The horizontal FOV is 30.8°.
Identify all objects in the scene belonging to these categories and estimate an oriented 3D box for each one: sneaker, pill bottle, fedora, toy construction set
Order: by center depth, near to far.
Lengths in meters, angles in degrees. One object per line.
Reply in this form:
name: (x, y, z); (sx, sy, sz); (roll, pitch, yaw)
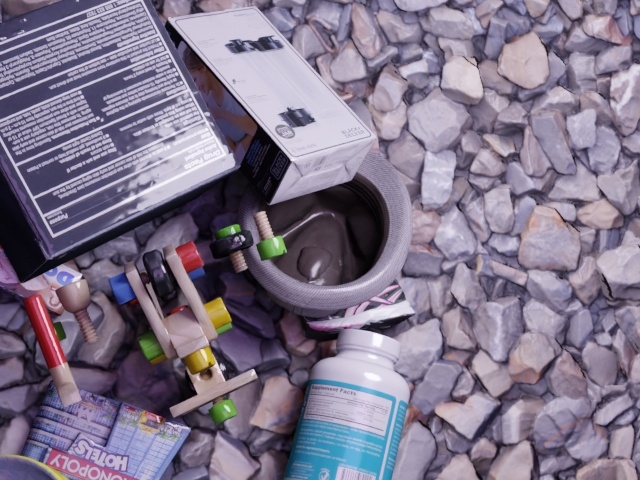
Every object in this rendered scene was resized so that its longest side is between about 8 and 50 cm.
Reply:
toy construction set: (-0.200, 0.139, 1.481); (0.309, 0.257, 0.237); (-19, 87, -32)
pill bottle: (0.040, 0.261, 1.612); (0.146, 0.146, 0.264); (19, 73, -16)
fedora: (0.000, 0.000, 1.642); (0.243, 0.124, 0.275); (12, 55, -2)
sneaker: (0.046, 0.095, 1.699); (0.178, 0.072, 0.077); (-8, 70, -30)

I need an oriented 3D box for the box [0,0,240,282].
box: (-0.318, -0.144, 1.528); (0.296, 0.183, 0.294); (-28, 89, -28)

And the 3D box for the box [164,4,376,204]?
box: (-0.081, -0.194, 1.602); (0.169, 0.087, 0.290); (-21, 61, -43)

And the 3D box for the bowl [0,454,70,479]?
bowl: (-0.356, 0.416, 1.410); (0.156, 0.289, 0.289); (37, 61, -58)

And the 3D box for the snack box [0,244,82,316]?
snack box: (-0.414, 0.034, 1.551); (0.178, 0.022, 0.064); (28, 69, -14)

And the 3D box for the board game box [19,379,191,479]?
board game box: (-0.296, 0.305, 1.523); (0.194, 0.060, 0.194); (23, 72, -15)
